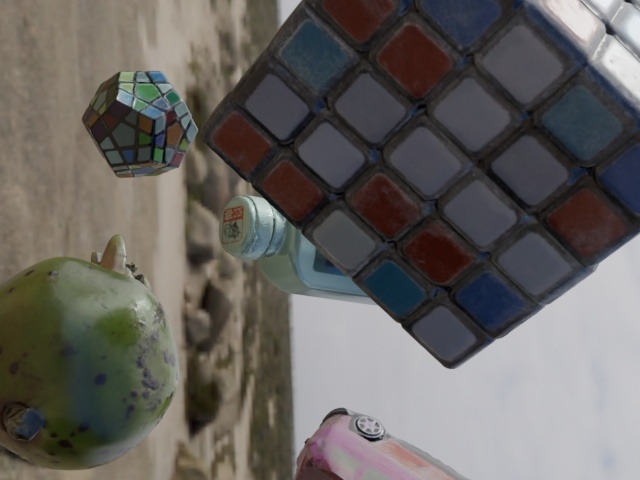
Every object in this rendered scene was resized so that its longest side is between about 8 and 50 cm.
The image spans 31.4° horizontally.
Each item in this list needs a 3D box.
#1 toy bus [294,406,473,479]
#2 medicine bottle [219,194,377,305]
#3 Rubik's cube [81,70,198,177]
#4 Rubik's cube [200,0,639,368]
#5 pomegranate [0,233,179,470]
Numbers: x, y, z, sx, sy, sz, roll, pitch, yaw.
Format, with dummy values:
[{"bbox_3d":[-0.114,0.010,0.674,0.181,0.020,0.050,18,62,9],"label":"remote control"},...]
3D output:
[{"bbox_3d":[0.102,0.350,1.511,0.147,0.302,0.128,-36,150,-53],"label":"toy bus"},{"bbox_3d":[0.000,0.000,1.251,0.083,0.228,0.121,-16,-110,50],"label":"medicine bottle"},{"bbox_3d":[-0.208,-0.133,1.313,0.133,0.133,0.112,109,-23,-80],"label":"Rubik's cube"},{"bbox_3d":[0.134,-0.130,0.904,0.292,0.293,0.287,-43,-175,42],"label":"Rubik's cube"},{"bbox_3d":[-0.228,0.088,1.048,0.198,0.198,0.246,94,-7,-59],"label":"pomegranate"}]
